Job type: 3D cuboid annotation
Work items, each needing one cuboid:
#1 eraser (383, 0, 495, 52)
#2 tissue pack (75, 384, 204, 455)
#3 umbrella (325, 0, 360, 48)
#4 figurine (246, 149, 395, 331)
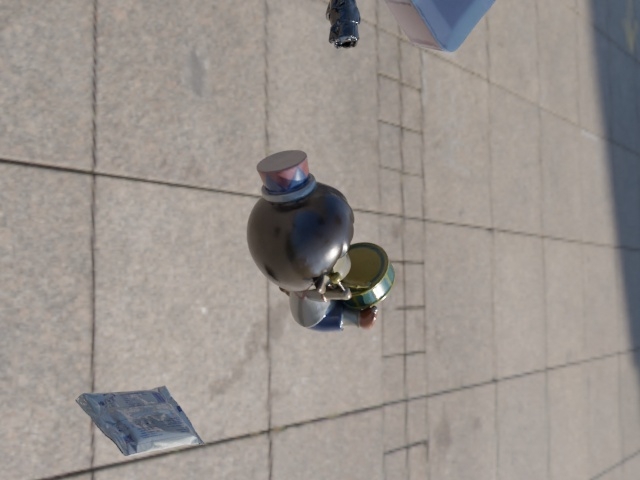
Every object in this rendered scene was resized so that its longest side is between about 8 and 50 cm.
[{"bbox_3d":[0.050,-0.148,0.441,0.065,0.026,0.105,-50,131,-11],"label":"eraser"},{"bbox_3d":[-0.266,0.268,1.361,0.026,0.122,0.193,-51,153,17],"label":"tissue pack"},{"bbox_3d":[0.034,-0.454,1.577,0.066,0.059,0.235,13,72,-72],"label":"umbrella"},{"bbox_3d":[-0.008,0.005,1.197,0.158,0.161,0.275,-36,138,-5],"label":"figurine"}]
